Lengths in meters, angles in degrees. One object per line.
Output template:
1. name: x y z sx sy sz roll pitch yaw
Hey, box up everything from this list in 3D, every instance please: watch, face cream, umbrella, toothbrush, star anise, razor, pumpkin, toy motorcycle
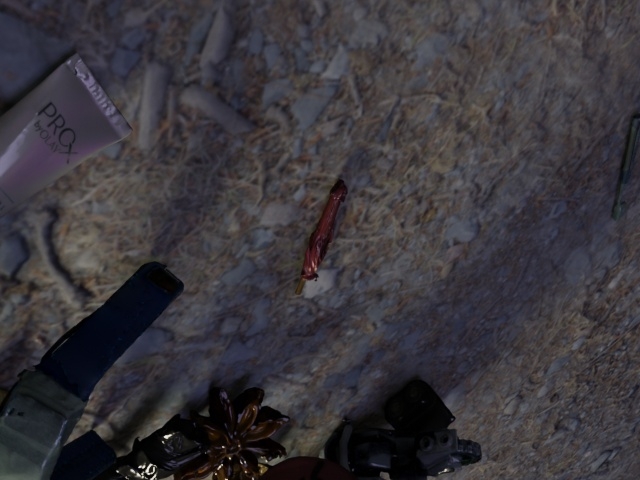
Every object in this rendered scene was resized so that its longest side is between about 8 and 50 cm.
1. watch: -0.248 0.185 0.828 0.274 0.068 0.276 -60 175 -64
2. face cream: -0.276 -0.051 0.697 0.244 0.058 0.092 -40 137 -11
3. umbrella: -0.237 0.293 1.022 0.236 0.059 0.066 -39 117 16
4. toothbrush: 0.473 -0.108 1.283 0.019 0.016 0.219 -29 140 -16
5. umbrella: 0.000 0.000 0.993 0.027 0.025 0.165 10 121 -19
6. star anise: -0.151 0.275 1.088 0.234 0.073 0.177 -27 124 -21
7. razor: 0.165 0.289 1.378 0.090 0.054 0.148 -38 141 3
8. pumpkin: -0.119 0.348 1.219 0.073 0.035 0.101 23 106 -38
9. toy motorcycle: 0.106 0.337 1.295 0.271 0.106 0.159 -22 142 31

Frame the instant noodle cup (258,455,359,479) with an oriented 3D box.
1. instant noodle cup: 0.004 0.448 1.192 0.235 0.235 0.178 -40 139 -1

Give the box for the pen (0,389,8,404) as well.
1. pen: -0.338 0.238 0.938 0.040 0.032 0.233 -44 150 -35
